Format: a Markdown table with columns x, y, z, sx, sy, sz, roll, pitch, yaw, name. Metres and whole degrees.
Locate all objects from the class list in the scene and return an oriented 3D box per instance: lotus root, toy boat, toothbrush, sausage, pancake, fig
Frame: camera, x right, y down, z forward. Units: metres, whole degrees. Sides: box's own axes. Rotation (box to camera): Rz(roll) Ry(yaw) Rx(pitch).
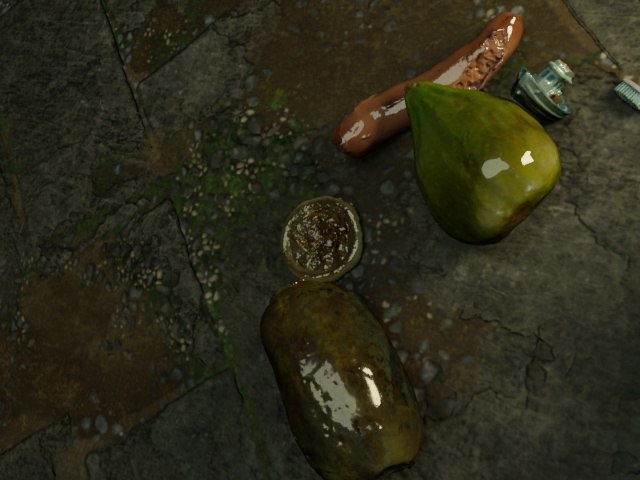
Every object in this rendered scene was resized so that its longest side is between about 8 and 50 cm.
| x | y | z | sx | sy | sz | roll | pitch | yaw | name |
| --- | --- | --- | --- | --- | --- | --- | --- | --- | --- |
| 0.024 | 0.172 | 0.818 | 0.152 | 0.160 | 0.274 | -43 | 62 | 23 | lotus root |
| 0.278 | -0.186 | 0.786 | 0.066 | 0.140 | 0.059 | -45 | 61 | 29 | toy boat |
| 0.443 | -0.099 | 0.748 | 0.027 | 0.021 | 0.269 | -46 | 61 | 24 | toothbrush |
| 0.149 | -0.209 | 0.896 | 0.304 | 0.078 | 0.078 | -30 | 66 | 15 | sausage |
| 0.000 | 0.000 | 0.949 | 0.140 | 0.022 | 0.139 | -6 | 76 | 26 | pancake |
| 0.199 | -0.101 | 0.808 | 0.167 | 0.167 | 0.233 | -34 | 40 | 16 | fig |
